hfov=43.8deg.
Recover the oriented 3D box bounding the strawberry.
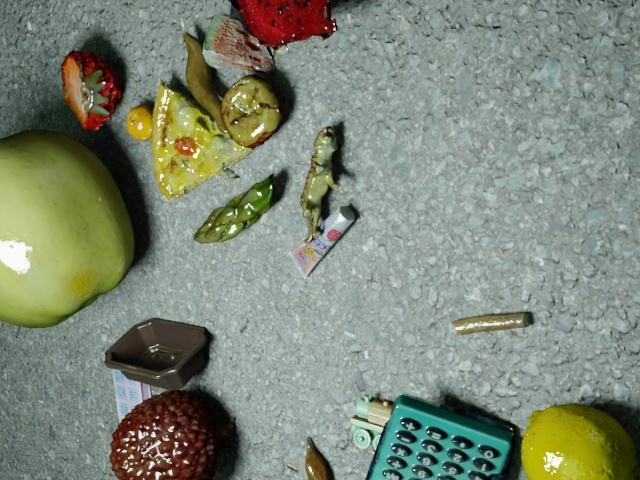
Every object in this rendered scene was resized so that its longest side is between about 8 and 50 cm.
[{"bbox_3d":[-0.545,-0.371,1.911,0.236,0.111,0.190,35,132,52],"label":"strawberry"}]

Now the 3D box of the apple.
[{"bbox_3d":[-0.667,-0.018,1.866,0.473,0.473,0.474,9,105,35],"label":"apple"}]

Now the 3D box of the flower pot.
[{"bbox_3d":[-0.381,0.281,1.898,0.250,0.179,0.084,5,127,36],"label":"flower pot"}]

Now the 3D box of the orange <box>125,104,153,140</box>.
[{"bbox_3d":[-0.414,-0.272,1.845,0.083,0.070,0.083,5,98,34],"label":"orange"}]

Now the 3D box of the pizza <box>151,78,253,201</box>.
[{"bbox_3d":[-0.268,-0.221,1.747,0.287,0.075,0.280,2,102,36],"label":"pizza"}]

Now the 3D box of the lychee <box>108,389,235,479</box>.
[{"bbox_3d":[-0.341,0.479,1.853,0.264,0.300,0.264,166,90,-81],"label":"lychee"}]

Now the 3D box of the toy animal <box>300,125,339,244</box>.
[{"bbox_3d":[-0.003,-0.105,1.576,0.099,0.056,0.241,-102,23,-58],"label":"toy animal"}]

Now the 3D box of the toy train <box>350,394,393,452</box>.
[{"bbox_3d":[0.139,0.366,1.581,0.175,0.074,0.118,10,99,36],"label":"toy train"}]

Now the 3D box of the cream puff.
[{"bbox_3d":[-0.132,-0.264,1.632,0.149,0.084,0.149,5,99,30],"label":"cream puff"}]

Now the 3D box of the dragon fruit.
[{"bbox_3d":[-0.070,-0.529,1.518,0.282,0.100,0.344,-4,95,38],"label":"dragon fruit"}]

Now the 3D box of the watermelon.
[{"bbox_3d":[-0.175,-0.402,1.622,0.158,0.121,0.098,19,89,28],"label":"watermelon"}]

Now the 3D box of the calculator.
[{"bbox_3d":[0.221,0.437,1.489,0.248,0.058,0.274,18,110,5],"label":"calculator"}]

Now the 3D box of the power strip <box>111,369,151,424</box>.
[{"bbox_3d":[-0.484,0.439,2.072,0.109,0.037,0.279,2,101,36],"label":"power strip"}]

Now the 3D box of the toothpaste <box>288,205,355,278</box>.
[{"bbox_3d":[0.000,0.000,1.622,0.194,0.043,0.067,-47,69,39],"label":"toothpaste"}]

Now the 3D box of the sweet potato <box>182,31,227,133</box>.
[{"bbox_3d":[-0.249,-0.329,1.708,0.069,0.059,0.250,-32,71,40],"label":"sweet potato"}]

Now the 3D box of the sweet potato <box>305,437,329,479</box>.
[{"bbox_3d":[-0.011,0.488,1.736,0.049,0.049,0.117,-27,73,37],"label":"sweet potato"}]

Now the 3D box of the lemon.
[{"bbox_3d":[0.421,0.355,1.307,0.206,0.173,0.174,36,120,43],"label":"lemon"}]

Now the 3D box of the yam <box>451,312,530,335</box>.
[{"bbox_3d":[0.304,0.150,1.435,0.145,0.032,0.032,-12,93,36],"label":"yam"}]

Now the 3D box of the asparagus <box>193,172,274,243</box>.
[{"bbox_3d":[-0.180,-0.054,1.721,0.287,0.080,0.080,-28,83,34],"label":"asparagus"}]
